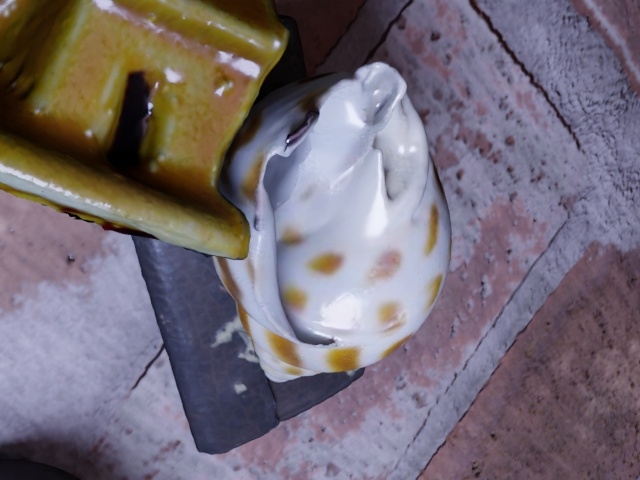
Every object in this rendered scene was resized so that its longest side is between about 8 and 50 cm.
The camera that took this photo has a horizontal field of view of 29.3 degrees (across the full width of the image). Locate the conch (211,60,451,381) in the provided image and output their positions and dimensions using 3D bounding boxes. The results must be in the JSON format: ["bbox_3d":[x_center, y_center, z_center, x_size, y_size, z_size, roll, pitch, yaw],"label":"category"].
[{"bbox_3d":[0.000,0.000,0.832,0.183,0.149,0.274,-13,119,-28],"label":"conch"}]

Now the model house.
[{"bbox_3d":[-0.153,-0.140,0.699,0.268,0.173,0.239,21,88,-32],"label":"model house"}]

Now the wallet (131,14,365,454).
[{"bbox_3d":[-0.053,0.006,0.918,0.170,0.044,0.321,-29,123,-27],"label":"wallet"}]

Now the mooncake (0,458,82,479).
[{"bbox_3d":[-0.224,0.267,0.834,0.245,0.133,0.244,-14,116,-32],"label":"mooncake"}]
